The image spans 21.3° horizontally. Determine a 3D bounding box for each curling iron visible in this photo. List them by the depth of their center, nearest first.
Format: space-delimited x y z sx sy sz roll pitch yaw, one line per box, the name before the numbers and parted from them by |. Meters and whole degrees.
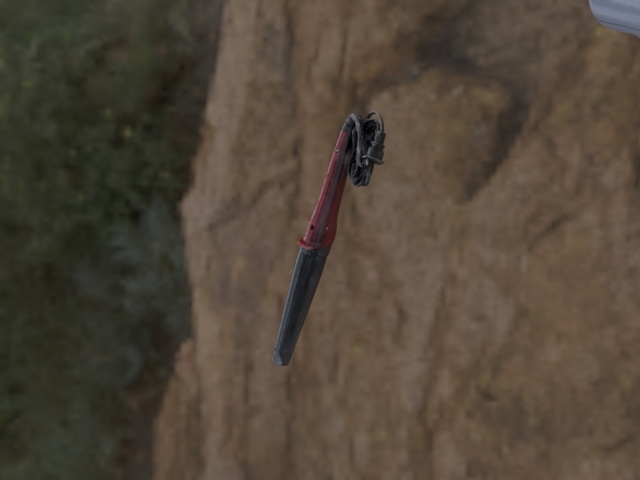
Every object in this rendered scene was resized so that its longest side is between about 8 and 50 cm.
curling iron | 0.000 0.000 1.647 0.068 0.035 0.274 -116 45 -62

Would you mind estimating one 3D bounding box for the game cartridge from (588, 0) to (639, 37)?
game cartridge | 0.291 -0.227 0.928 0.196 0.060 0.294 24 81 41
